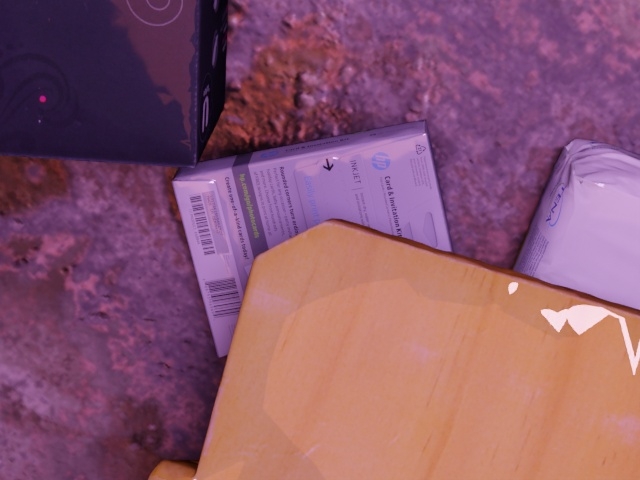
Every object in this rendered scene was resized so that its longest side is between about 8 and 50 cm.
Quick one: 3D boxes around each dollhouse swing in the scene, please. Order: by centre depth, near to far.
[{"bbox_3d":[0.079,0.177,1.098,0.347,0.315,0.305,17,85,10],"label":"dollhouse swing"}]

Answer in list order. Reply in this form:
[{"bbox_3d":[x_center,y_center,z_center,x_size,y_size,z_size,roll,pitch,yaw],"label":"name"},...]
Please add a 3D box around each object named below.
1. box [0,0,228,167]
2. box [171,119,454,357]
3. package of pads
[{"bbox_3d":[-0.147,-0.197,1.002,0.165,0.143,0.270,4,112,3],"label":"box"},{"bbox_3d":[0.000,0.000,1.125,0.186,0.038,0.145,-10,110,9],"label":"box"},{"bbox_3d":[0.273,0.074,1.100,0.297,0.101,0.229,18,112,-4],"label":"package of pads"}]
